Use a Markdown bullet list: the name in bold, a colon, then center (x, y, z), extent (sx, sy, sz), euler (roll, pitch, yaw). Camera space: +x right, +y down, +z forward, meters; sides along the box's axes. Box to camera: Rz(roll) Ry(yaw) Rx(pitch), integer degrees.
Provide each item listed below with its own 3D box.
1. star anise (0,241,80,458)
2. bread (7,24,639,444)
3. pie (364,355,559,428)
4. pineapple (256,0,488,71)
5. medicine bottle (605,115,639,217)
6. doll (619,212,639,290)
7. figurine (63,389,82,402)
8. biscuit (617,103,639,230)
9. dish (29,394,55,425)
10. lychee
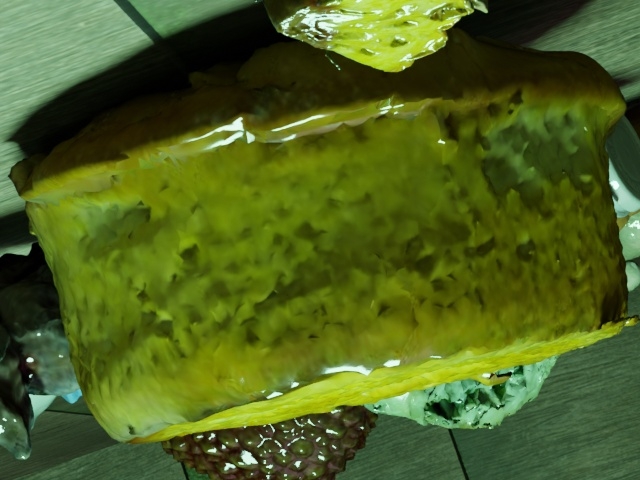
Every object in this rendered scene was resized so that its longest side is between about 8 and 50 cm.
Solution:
- **star anise**: center (-0.245, 0.069, 1.257), extent (0.236, 0.109, 0.223), euler (-17, -149, 17)
- **bread**: center (0.000, 0.000, 1.117), extent (0.398, 0.215, 0.398), euler (-13, 172, -2)
- **pie**: center (0.056, 0.068, 1.613), extent (0.288, 0.103, 0.355), euler (29, -158, 36)
- **pineapple**: center (0.021, -0.133, 0.848), extent (0.116, 0.069, 0.137), euler (-11, 161, -12)
- **medicine bottle**: center (0.164, -0.034, 1.492), extent (0.215, 0.135, 0.135), euler (-23, 170, 30)
- **doll**: center (0.234, 0.016, 1.873), extent (0.149, 0.175, 0.278), euler (-34, 175, -38)
- **figurine**: center (-0.074, 0.059, 1.381), extent (0.262, 0.153, 0.180), euler (-38, -162, -21)
- **biscuit**: center (0.250, -0.057, 1.601), extent (0.280, 0.043, 0.183), euler (-34, -152, 0)
- **dish**: center (-0.326, 0.127, 1.532), extent (0.256, 0.117, 0.256), euler (-17, 171, -3)
- **lychee**: center (-0.076, 0.149, 1.863), extent (0.271, 0.271, 0.271), euler (-18, 171, -3)
